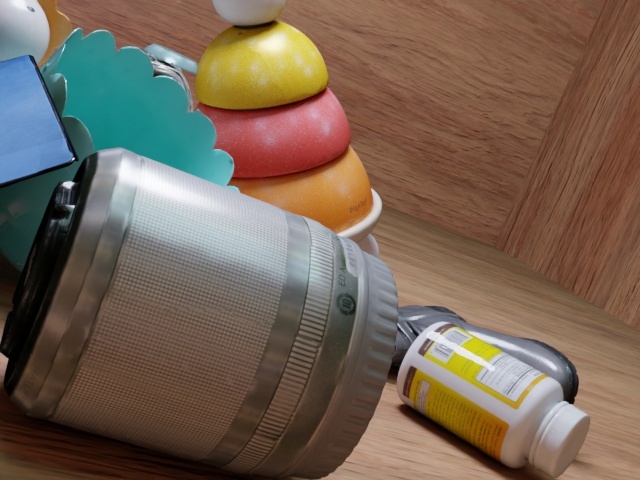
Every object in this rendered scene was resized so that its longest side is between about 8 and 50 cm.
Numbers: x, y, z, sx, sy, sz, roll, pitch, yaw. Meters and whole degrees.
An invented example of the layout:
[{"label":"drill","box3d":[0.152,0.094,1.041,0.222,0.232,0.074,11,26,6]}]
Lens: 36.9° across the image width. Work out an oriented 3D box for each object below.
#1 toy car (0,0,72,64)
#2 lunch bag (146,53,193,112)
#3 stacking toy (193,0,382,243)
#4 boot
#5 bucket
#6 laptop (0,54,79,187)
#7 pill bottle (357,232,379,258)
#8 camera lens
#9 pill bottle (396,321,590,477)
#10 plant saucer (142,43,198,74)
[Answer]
[{"label":"toy car","box3d":[-0.412,-0.273,1.160,0.238,0.210,0.219,-15,42,-41]},{"label":"lunch bag","box3d":[-0.354,-0.246,1.931,0.212,0.256,0.305,21,8,-14]},{"label":"stacking toy","box3d":[-0.086,-0.226,1.520,0.350,0.480,0.350,-4,23,2]},{"label":"boot","box3d":[0.165,0.162,1.324,0.223,0.118,0.338,12,2,-39]},{"label":"bucket","box3d":[-0.245,-0.076,1.083,0.281,0.183,0.281,43,25,-25]},{"label":"laptop","box3d":[-0.462,-0.154,0.798,0.408,0.236,0.382,39,4,-31]},{"label":"pill bottle","box3d":[0.000,0.000,1.761,0.130,0.130,0.245,18,10,-28]},{"label":"camera lens","box3d":[-0.103,0.063,0.780,0.274,0.219,0.219,20,9,-18]},{"label":"pill bottle","box3d":[0.206,0.192,1.146,0.215,0.117,0.117,29,10,32]},{"label":"plant saucer","box3d":[-0.282,-0.351,1.840,0.119,0.021,0.119,24,8,-4]}]
